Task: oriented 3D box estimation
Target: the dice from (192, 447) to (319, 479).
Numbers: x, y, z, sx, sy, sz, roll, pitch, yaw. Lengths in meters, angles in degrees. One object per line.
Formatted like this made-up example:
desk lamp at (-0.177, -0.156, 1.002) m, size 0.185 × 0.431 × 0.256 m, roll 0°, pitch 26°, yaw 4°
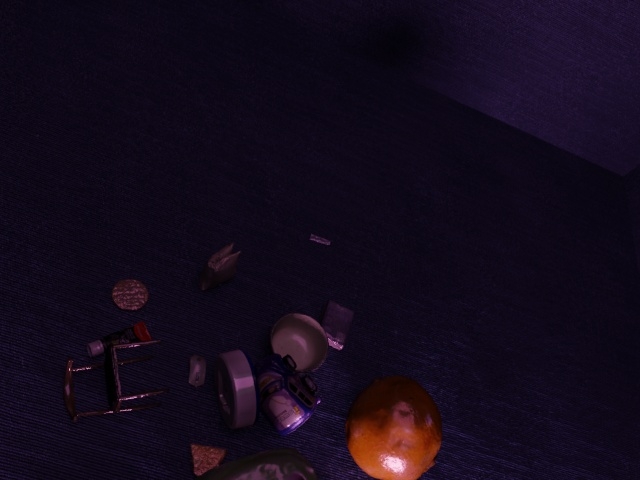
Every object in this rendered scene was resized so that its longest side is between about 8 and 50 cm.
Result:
dice at (-0.172, 0.756, 1.602) m, size 0.322 × 0.330 × 0.318 m, roll -8°, pitch 62°, yaw -27°

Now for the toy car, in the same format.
toy car at (-0.123, 0.478, 1.853) m, size 0.235 × 0.172 × 0.158 m, roll 49°, pitch 9°, yaw -5°

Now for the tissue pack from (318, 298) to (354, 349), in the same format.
tissue pack at (0.052, 0.303, 2.167) m, size 0.112 × 0.051 × 0.156 m, roll 28°, pitch 52°, yaw -9°

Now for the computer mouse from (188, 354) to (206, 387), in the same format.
computer mouse at (-0.391, 0.412, 1.905) m, size 0.056 × 0.032 × 0.110 m, roll 9°, pitch 57°, yaw -19°

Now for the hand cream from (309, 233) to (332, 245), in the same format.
hand cream at (0.000, 0.000, 2.358) m, size 0.093 × 0.019 × 0.030 m, roll 19°, pitch 56°, yaw -5°

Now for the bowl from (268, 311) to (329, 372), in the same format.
bowl at (-0.086, 0.361, 2.027) m, size 0.211 × 0.112 × 0.211 m, roll 11°, pitch 56°, yaw -17°

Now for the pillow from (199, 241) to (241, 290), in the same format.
pillow at (-0.342, 0.094, 2.034) m, size 0.078 × 0.181 × 0.134 m, roll 47°, pitch 53°, yaw 12°

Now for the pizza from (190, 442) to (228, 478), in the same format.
pizza at (-0.346, 0.642, 1.785) m, size 0.108 × 0.026 × 0.123 m, roll 44°, pitch 55°, yaw 10°

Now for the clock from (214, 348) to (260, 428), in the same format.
clock at (-0.257, 0.451, 1.818) m, size 0.083 × 0.230 × 0.230 m, roll -8°, pitch 64°, yaw -23°

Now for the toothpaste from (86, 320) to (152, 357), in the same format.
toothpaste at (-0.624, 0.308, 1.861) m, size 0.193 × 0.045 × 0.071 m, roll -15°, pitch 68°, yaw -38°

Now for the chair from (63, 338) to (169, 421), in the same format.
chair at (-0.594, 0.403, 1.732) m, size 0.272 × 0.166 × 0.188 m, roll -4°, pitch 62°, yaw -27°

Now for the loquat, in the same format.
loquat at (0.234, 0.594, 1.899) m, size 0.328 × 0.328 × 0.328 m, roll 12°, pitch 56°, yaw -18°

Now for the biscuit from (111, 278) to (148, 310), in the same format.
biscuit at (-0.622, 0.177, 1.958) m, size 0.120 × 0.015 × 0.120 m, roll 12°, pitch 55°, yaw -17°
